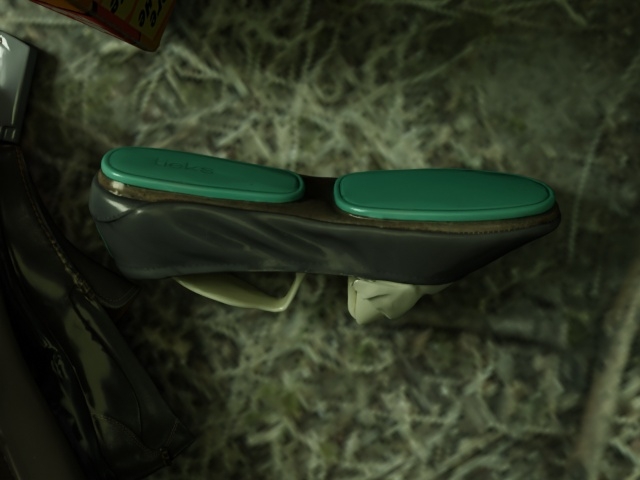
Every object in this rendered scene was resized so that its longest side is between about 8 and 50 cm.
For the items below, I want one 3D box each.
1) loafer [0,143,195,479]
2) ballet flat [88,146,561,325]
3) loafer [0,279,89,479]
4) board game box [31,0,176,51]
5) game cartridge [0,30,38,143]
[{"bbox_3d":[-0.112,0.032,0.438,0.061,0.062,0.170,-19,89,-16],"label":"loafer"},{"bbox_3d":[0.000,0.000,0.420,0.203,0.074,0.074,4,88,1],"label":"ballet flat"},{"bbox_3d":[-0.198,0.049,0.374,0.134,0.130,0.366,-43,73,38],"label":"loafer"},{"bbox_3d":[-0.189,-0.316,0.268,0.356,0.356,0.356,24,93,9],"label":"board game box"},{"bbox_3d":[-0.182,-0.082,0.468,0.083,0.017,0.056,12,92,8],"label":"game cartridge"}]
